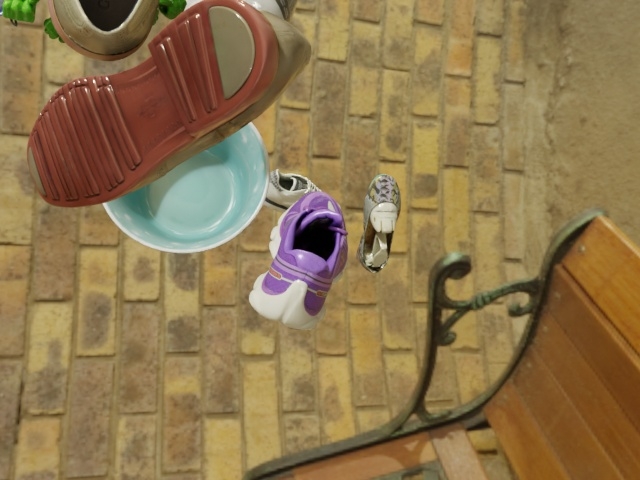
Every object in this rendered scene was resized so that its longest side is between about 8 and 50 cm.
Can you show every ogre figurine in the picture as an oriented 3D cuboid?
[{"bbox_3d":[-0.268,-0.306,0.714,0.097,0.197,0.118,101,149,-71],"label":"ogre figurine"}]

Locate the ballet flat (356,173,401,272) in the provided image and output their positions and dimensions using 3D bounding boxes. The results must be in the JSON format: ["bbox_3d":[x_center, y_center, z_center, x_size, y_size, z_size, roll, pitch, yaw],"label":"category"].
[{"bbox_3d":[0.063,-0.012,0.625,0.041,0.041,0.114,-108,20,-49],"label":"ballet flat"}]

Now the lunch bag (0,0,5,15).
[{"bbox_3d":[-0.713,-0.404,0.979,0.239,0.385,0.328,55,178,-39],"label":"lunch bag"}]

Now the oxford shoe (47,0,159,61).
[{"bbox_3d":[-0.177,-0.369,0.555,0.146,0.140,0.397,-149,60,-63],"label":"oxford shoe"}]

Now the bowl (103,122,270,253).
[{"bbox_3d":[-0.258,-0.113,1.186,0.163,0.311,0.312,127,143,-76],"label":"bowl"}]

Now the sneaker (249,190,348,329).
[{"bbox_3d":[0.000,0.000,0.459,0.071,0.068,0.170,-62,8,25],"label":"sneaker"}]

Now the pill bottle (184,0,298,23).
[{"bbox_3d":[-0.121,-0.368,0.943,0.161,0.161,0.283,115,170,-52],"label":"pill bottle"}]

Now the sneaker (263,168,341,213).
[{"bbox_3d":[-0.037,-0.104,1.494,0.095,0.235,0.090,-45,41,39],"label":"sneaker"}]

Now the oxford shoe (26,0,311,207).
[{"bbox_3d":[-0.158,-0.118,0.616,0.348,0.130,0.123,-16,92,30],"label":"oxford shoe"}]
